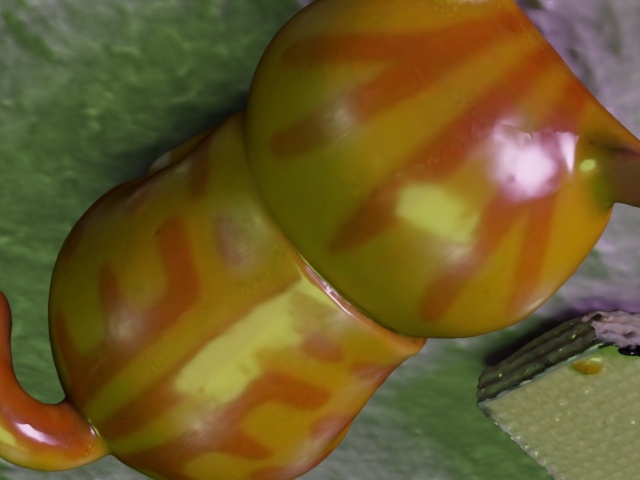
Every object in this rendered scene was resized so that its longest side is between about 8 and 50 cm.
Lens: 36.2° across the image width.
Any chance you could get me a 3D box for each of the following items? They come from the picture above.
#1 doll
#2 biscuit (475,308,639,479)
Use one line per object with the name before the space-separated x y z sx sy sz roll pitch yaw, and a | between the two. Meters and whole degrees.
doll | -0.004 0.001 0.420 0.269 0.162 0.167 -41 96 20
biscuit | 0.214 0.123 0.539 0.147 0.046 0.250 -36 114 30
